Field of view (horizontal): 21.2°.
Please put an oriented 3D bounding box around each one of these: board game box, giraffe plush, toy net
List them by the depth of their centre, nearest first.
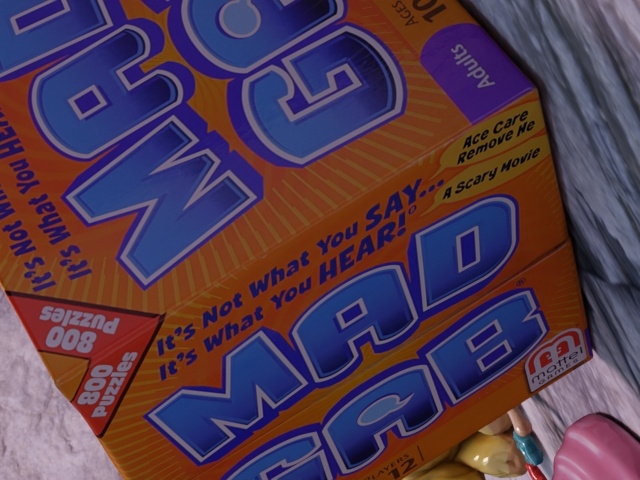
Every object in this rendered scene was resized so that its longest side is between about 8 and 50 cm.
[{"bbox_3d":[-0.055,-0.025,1.291,0.356,0.356,0.356,54,172,35],"label":"board game box"},{"bbox_3d":[0.209,0.185,1.690,0.232,0.045,0.122,58,176,18],"label":"toy net"},{"bbox_3d":[0.120,0.196,1.895,0.181,0.210,0.170,58,-163,-21],"label":"giraffe plush"}]

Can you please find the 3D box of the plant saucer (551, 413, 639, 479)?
[{"bbox_3d":[0.288,0.305,1.450,0.332,0.084,0.332,58,173,11],"label":"plant saucer"}]
